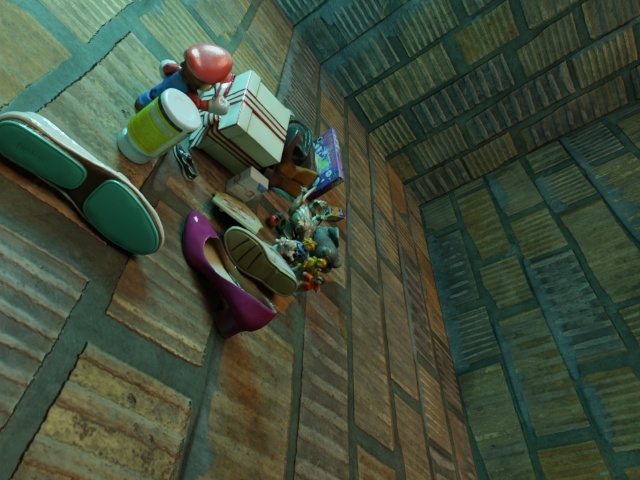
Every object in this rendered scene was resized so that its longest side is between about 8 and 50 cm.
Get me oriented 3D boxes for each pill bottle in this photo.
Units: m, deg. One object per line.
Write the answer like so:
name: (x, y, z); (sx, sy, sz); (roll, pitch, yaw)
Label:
pill bottle: (-0.428, -0.294, 1.100); (0.119, 0.208, 0.119); (45, 31, -36)

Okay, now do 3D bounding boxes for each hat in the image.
hat: (-0.110, -0.417, 1.787); (0.331, 0.133, 0.332); (10, 74, -39)

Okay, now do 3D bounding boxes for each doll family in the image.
doll family: (-0.074, 0.069, 1.495); (0.263, 0.163, 0.118); (52, 27, -23)

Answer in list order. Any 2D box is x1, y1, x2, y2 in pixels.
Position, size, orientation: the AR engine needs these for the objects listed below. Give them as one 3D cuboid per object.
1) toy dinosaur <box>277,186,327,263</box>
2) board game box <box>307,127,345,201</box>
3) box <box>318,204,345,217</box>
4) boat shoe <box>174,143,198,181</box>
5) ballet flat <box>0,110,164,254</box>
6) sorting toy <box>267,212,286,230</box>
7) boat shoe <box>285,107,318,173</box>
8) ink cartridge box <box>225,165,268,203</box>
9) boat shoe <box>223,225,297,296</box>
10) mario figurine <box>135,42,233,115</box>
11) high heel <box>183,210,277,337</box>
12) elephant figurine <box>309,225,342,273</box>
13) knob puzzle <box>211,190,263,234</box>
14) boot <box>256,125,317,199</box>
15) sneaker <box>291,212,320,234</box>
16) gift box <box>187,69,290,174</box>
toy dinosaur: (-0.080, -0.076, 1.590); (0.127, 0.200, 0.296); (17, 55, -29)
board game box: (0.007, -0.371, 2.030); (0.056, 0.208, 0.347); (39, 34, -43)
box: (0.060, -0.132, 2.077); (0.168, 0.059, 0.054); (3, 66, -62)
boat shoe: (-0.413, -0.245, 1.288); (0.046, 0.038, 0.125); (-3, 69, -64)
ballet flat: (-0.501, -0.130, 0.922); (0.400, 0.139, 0.139); (46, 30, -31)
sorting toy: (-0.172, -0.077, 1.598); (0.102, 0.042, 0.061); (29, 76, -65)
boat shoe: (-0.139, -0.435, 1.938); (0.130, 0.132, 0.356); (-36, 97, -43)
ink cartridge box: (-0.254, -0.189, 1.445); (0.088, 0.122, 0.052); (38, 38, -42)
boat shoe: (-0.197, 0.061, 1.352); (0.302, 0.113, 0.103); (49, 8, -25)
mario figurine: (-0.373, -0.440, 1.217); (0.198, 0.320, 0.170); (46, 31, -34)
high heel: (-0.244, 0.067, 1.143); (0.127, 0.181, 0.378); (-12, 77, -65)
elephant figurine: (0.000, 0.000, 1.713); (0.169, 0.185, 0.240); (30, 46, -41)
knob puzzle: (-0.274, -0.092, 1.377); (0.213, 0.030, 0.213); (38, 12, -9)
boot: (-0.097, -0.302, 1.692); (0.280, 0.264, 0.096); (17, 19, -50)
sneaker: (-0.078, -0.089, 1.773); (0.097, 0.084, 0.234); (47, 20, 11)
gift box: (-0.293, -0.386, 1.423); (0.258, 0.276, 0.256); (39, 47, -48)
